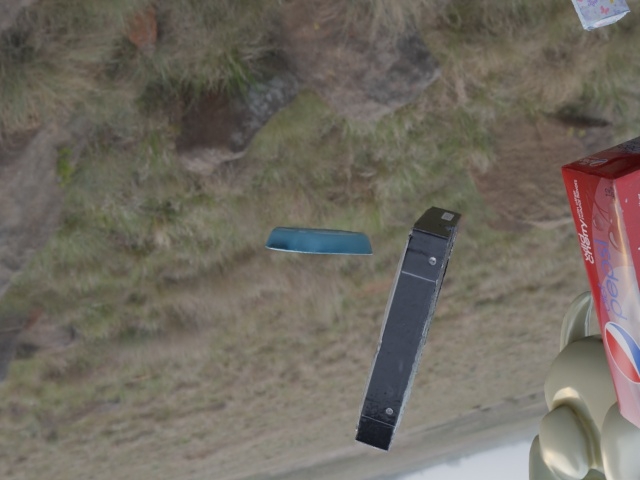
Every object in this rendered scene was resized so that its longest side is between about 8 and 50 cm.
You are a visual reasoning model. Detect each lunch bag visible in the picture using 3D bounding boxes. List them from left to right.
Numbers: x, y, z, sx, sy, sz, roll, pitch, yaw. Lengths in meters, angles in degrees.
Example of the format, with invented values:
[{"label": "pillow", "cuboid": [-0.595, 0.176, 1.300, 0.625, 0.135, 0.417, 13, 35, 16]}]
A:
[{"label": "lunch bag", "cuboid": [0.451, -0.388, 1.264, 0.083, 0.071, 0.053, -22, 175, -21]}]

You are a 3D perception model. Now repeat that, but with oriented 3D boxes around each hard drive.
[{"label": "hard drive", "cuboid": [0.139, 0.126, 1.201, 0.064, 0.338, 0.237, 16, -165, 12]}]

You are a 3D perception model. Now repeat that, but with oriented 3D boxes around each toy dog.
[{"label": "toy dog", "cuboid": [0.500, 0.211, 1.064, 0.285, 0.395, 0.408, 9, 148, -10]}]

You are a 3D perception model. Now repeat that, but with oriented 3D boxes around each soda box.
[{"label": "soda box", "cuboid": [0.297, 0.046, 0.675, 0.092, 0.263, 0.083, -21, -164, -8]}]

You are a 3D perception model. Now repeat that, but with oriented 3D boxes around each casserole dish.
[{"label": "casserole dish", "cuboid": [0.000, 0.000, 1.238, 0.188, 0.037, 0.114, 3, -177, -39]}]
